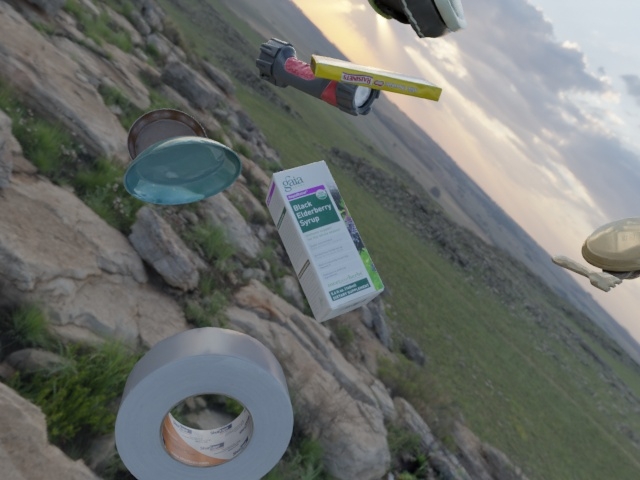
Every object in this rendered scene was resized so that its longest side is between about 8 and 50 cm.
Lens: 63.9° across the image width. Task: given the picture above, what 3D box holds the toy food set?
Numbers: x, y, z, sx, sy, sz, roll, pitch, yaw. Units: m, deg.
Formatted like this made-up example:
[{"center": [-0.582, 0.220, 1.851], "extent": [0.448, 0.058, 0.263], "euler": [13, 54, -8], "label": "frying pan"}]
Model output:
[{"center": [0.435, 0.013, 0.714], "extent": [0.039, 0.192, 0.132], "euler": [63, -5, -23], "label": "toy food set"}]

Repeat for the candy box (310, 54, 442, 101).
[{"center": [0.088, -0.268, 0.845], "extent": [0.205, 0.027, 0.105], "euler": [9, 27, -10], "label": "candy box"}]

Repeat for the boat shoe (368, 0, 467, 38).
[{"center": [0.069, -0.219, 0.428], "extent": [0.081, 0.068, 0.228], "euler": [54, 26, -34], "label": "boat shoe"}]

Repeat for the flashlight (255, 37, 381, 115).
[{"center": [-0.012, -0.368, 1.123], "extent": [0.304, 0.103, 0.103], "euler": [35, -22, 31], "label": "flashlight"}]

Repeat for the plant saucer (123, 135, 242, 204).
[{"center": [-0.141, -0.074, 0.528], "extent": [0.119, 0.119, 0.021], "euler": [16, 53, -57], "label": "plant saucer"}]

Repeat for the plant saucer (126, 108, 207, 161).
[{"center": [-0.329, -0.204, 1.109], "extent": [0.168, 0.168, 0.029], "euler": [44, -22, 1], "label": "plant saucer"}]

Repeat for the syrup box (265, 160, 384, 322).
[{"center": [0.000, 0.000, 0.825], "extent": [0.237, 0.093, 0.096], "euler": [66, -21, 15], "label": "syrup box"}]

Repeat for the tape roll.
[{"center": [-0.148, 0.226, 0.672], "extent": [0.219, 0.219, 0.072], "euler": [37, 9, -21], "label": "tape roll"}]
